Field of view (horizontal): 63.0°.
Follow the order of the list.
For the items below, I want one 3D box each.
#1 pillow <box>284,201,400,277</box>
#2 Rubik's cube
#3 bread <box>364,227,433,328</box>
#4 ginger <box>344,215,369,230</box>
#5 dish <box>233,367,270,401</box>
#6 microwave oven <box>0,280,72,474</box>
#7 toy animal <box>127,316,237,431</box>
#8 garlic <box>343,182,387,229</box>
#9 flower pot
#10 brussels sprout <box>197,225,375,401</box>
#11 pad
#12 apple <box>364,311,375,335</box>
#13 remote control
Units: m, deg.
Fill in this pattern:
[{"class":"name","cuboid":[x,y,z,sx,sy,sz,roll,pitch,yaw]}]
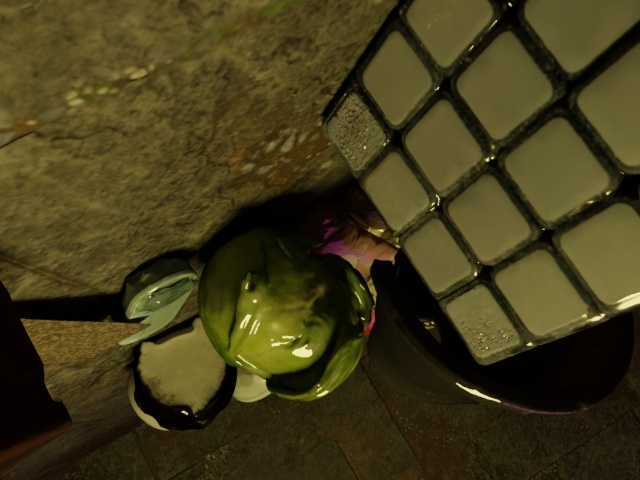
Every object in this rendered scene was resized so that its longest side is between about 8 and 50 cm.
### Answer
[{"class":"pillow","cuboid":[0.004,0.034,0.994,0.236,0.084,0.223,26,131,-36]},{"class":"Rubik's cube","cuboid":[0.268,-0.124,0.541,0.344,0.337,0.344,-24,166,-37]},{"class":"bread","cuboid":[0.255,-0.008,1.193,0.394,0.250,0.361,-37,-159,-34]},{"class":"ginger","cuboid":[0.000,0.000,1.075,0.193,0.053,0.176,-14,151,-21]},{"class":"dish","cuboid":[-0.188,0.281,1.398,0.303,0.303,0.120,-36,126,20]},{"class":"microwave oven","cuboid":[-0.384,0.159,0.431,0.247,0.178,0.188,-35,168,13]},{"class":"toy animal","cuboid":[-0.326,0.338,1.228,0.250,0.251,0.310,-26,160,-25]},{"class":"garlic","cuboid":[0.094,-0.051,0.950,0.152,0.084,0.066,24,112,-40]},{"class":"flower pot","cuboid":[0.217,0.103,0.762,0.379,0.379,0.251,-24,156,-32]},{"class":"brussels sprout","cuboid":[-0.054,0.100,0.806,0.259,0.294,0.227,36,106,-29]},{"class":"pad","cuboid":[-0.362,0.140,0.708,0.158,0.003,0.235,-27,161,16]},{"class":"apple","cuboid":[0.113,0.127,1.411,0.271,0.252,0.206,-5,140,-31]},{"class":"remote control","cuboid":[-0.260,0.097,0.803,0.104,0.052,0.247,-23,165,-39]}]
